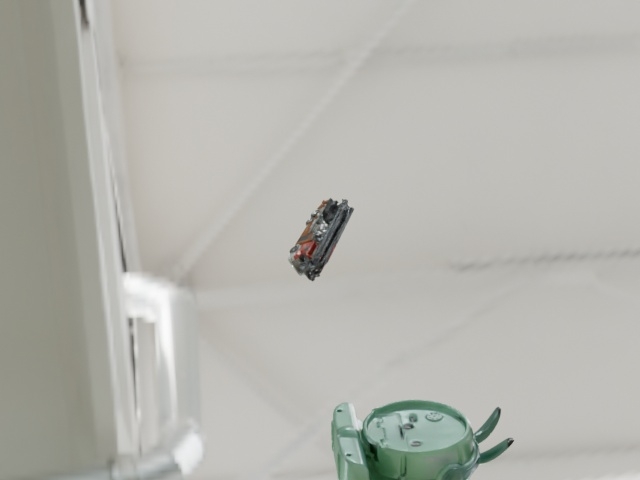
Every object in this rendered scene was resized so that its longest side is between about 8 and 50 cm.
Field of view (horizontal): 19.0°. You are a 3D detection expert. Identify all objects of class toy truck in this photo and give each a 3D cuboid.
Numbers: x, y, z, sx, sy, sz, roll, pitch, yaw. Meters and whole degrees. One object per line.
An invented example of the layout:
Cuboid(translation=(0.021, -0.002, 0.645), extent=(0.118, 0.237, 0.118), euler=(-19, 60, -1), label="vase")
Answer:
Cuboid(translation=(0.000, 0.000, 1.457), extent=(0.032, 0.083, 0.024), euler=(-14, -59, 37), label="toy truck")

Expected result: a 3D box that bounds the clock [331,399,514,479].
Cuboid(translation=(0.077, 0.157, 1.470), extent=(0.135, 0.101, 0.041), euler=(-4, -66, -6), label="clock")
